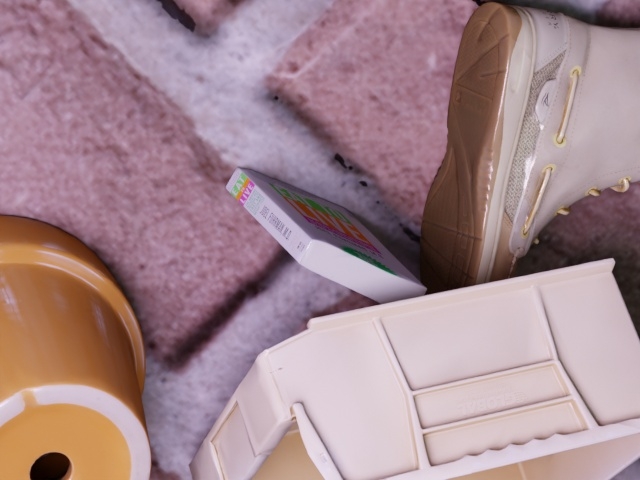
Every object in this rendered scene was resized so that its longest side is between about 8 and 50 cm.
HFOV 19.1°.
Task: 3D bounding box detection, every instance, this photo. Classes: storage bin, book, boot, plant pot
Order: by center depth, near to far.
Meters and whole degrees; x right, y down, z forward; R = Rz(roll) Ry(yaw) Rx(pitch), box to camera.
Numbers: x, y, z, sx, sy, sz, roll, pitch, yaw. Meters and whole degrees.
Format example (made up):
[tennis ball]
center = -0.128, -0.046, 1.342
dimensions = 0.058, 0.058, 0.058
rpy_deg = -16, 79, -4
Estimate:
[plant pot]
center = -0.197, 0.111, 1.225
dimensions = 0.205, 0.188, 0.205
rpy_deg = -9, 115, -20
[book]
center = 0.000, 0.000, 1.289
dimensions = 0.096, 0.144, 0.035
rpy_deg = 25, 99, -30
[storage bin]
center = 0.067, 0.137, 1.304
dimensions = 0.260, 0.262, 0.123
rpy_deg = -11, 70, -20
[boot]
center = 0.185, -0.039, 1.387
dimensions = 0.203, 0.095, 0.262
rpy_deg = 1, 108, -25
